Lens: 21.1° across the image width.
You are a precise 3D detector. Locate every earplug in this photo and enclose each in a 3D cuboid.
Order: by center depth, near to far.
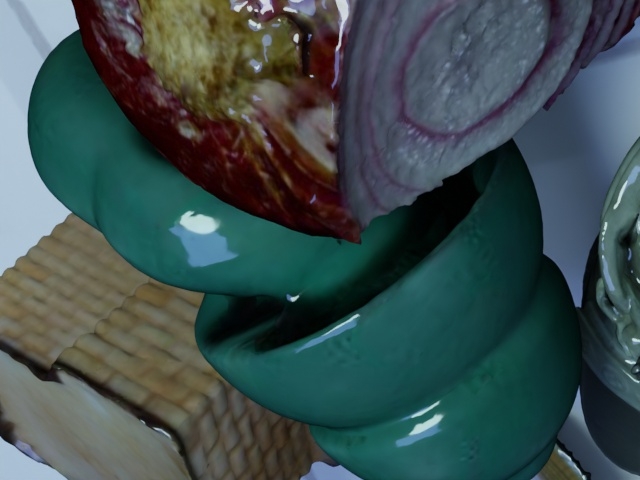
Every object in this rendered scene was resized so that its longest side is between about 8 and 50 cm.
[{"bbox_3d":[-0.007,0.005,0.776,0.280,0.164,0.257,52,156,-11],"label":"earplug"}]

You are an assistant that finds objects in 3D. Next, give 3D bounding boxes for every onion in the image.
[{"bbox_3d":[0.000,-0.144,0.664,0.207,0.216,0.206,23,131,30],"label":"onion"}]

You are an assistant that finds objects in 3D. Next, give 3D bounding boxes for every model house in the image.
[{"bbox_3d":[-0.072,0.056,0.929,0.183,0.172,0.166,25,150,30],"label":"model house"}]

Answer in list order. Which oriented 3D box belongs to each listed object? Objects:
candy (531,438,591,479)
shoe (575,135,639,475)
[{"bbox_3d":[0.087,0.200,0.975,0.143,0.101,0.271,40,132,10],"label":"candy"},{"bbox_3d":[0.155,0.030,0.739,0.109,0.149,0.293,26,135,15],"label":"shoe"}]
